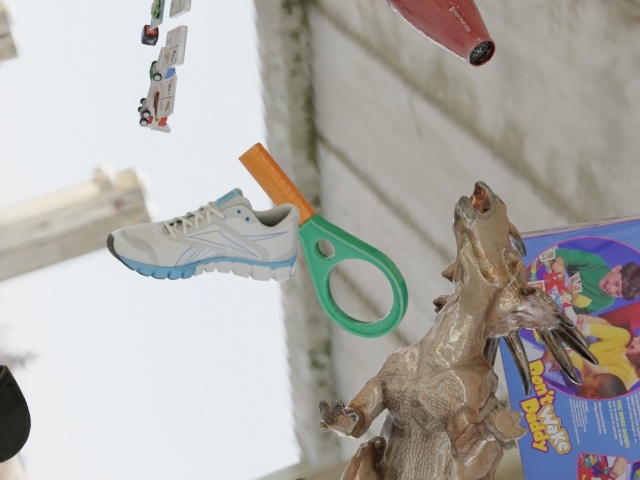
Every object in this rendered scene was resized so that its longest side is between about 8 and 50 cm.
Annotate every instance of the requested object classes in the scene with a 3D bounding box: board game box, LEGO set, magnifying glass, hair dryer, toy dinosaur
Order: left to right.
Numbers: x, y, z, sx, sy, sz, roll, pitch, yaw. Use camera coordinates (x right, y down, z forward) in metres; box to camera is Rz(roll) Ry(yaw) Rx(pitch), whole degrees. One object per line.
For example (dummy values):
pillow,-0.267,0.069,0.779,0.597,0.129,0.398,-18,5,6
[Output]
LEGO set,-0.195,-0.240,1.917,0.244,0.060,0.183,180,-83,-70
magnifying glass,0.000,0.000,1.457,0.092,0.026,0.231,-36,-88,33
toy dinosaur,0.086,0.129,0.972,0.127,0.200,0.296,28,-64,19
hair dryer,0.175,-0.323,1.668,0.080,0.223,0.294,49,44,-50
board game box,0.331,0.151,1.645,0.078,0.233,0.347,-20,100,-67

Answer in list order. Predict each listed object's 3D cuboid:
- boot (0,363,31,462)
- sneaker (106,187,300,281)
boot,-0.371,0.086,1.254,0.229,0.091,0.263,1,-64,45
sneaker,-0.105,-0.012,1.354,0.071,0.190,0.083,51,-45,50
